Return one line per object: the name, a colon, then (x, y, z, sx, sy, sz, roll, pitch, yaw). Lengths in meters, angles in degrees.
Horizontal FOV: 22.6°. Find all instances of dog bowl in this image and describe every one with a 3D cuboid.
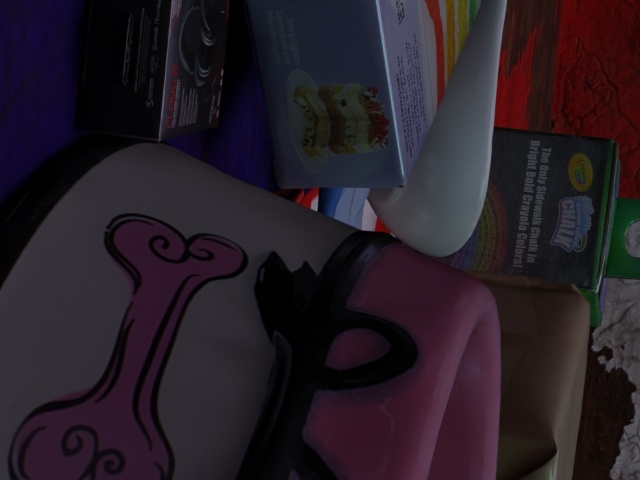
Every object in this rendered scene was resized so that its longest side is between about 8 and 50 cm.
dog bowl: (-0.030, 0.171, 0.598, 0.408, 0.150, 0.408, 8, 90, -78)

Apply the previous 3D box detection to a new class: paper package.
paper package: (0.082, 0.206, 1.115, 0.325, 0.168, 0.310, -46, 142, -72)

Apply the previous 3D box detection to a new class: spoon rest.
spoon rest: (0.072, -0.122, 0.997, 0.137, 0.084, 0.276, -138, -136, -57)

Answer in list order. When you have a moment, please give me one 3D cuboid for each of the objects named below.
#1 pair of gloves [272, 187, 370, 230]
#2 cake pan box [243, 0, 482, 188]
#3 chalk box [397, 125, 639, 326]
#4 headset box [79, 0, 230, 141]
pair of gloves: (0.000, 0.000, 0.841, 0.159, 0.023, 0.198, 95, 22, -48)
cake pan box: (0.021, -0.197, 0.730, 0.246, 0.070, 0.267, -67, 152, -53)
chalk box: (0.181, -0.010, 1.322, 0.132, 0.213, 0.132, 59, 41, -72)
headset box: (-0.060, -0.070, 0.582, 0.083, 0.032, 0.062, -33, 130, -77)
